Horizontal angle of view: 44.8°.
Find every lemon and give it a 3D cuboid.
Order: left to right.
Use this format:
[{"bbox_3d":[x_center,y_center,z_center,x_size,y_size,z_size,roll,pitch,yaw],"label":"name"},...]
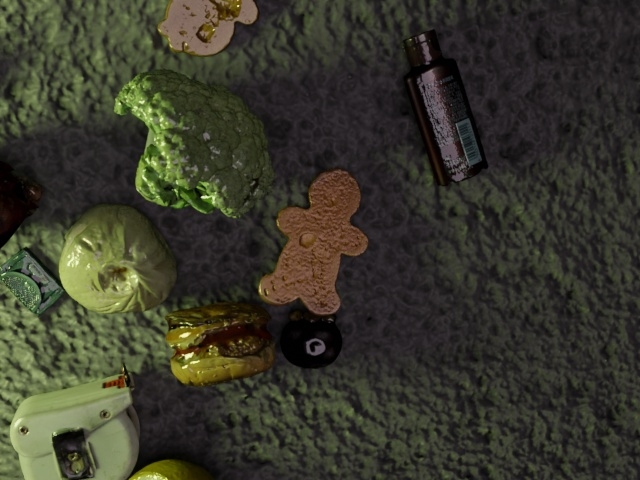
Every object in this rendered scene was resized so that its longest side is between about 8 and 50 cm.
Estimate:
[{"bbox_3d":[-0.308,0.596,1.676,0.240,0.240,0.219,-57,145,4],"label":"lemon"}]

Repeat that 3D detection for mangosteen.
[{"bbox_3d":[-0.019,0.205,1.705,0.137,0.137,0.151,5,85,-11],"label":"mangosteen"}]

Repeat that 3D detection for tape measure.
[{"bbox_3d":[-0.509,0.421,1.656,0.258,0.130,0.265,-13,104,-10],"label":"tape measure"}]

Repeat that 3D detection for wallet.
[{"bbox_3d":[-0.604,0.087,1.621,0.088,0.026,0.129,-40,105,-1],"label":"wallet"}]

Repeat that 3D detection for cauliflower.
[{"bbox_3d":[-0.228,-0.154,1.373,0.272,0.275,0.250,10,141,-42],"label":"cauliflower"}]

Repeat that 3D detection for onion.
[{"bbox_3d":[-0.668,-0.067,1.455,0.281,0.281,0.221,10,103,-12],"label":"onion"}]

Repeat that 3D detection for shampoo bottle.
[{"bbox_3d":[0.259,-0.287,1.676,0.129,0.084,0.323,-23,103,-7],"label":"shampoo bottle"}]

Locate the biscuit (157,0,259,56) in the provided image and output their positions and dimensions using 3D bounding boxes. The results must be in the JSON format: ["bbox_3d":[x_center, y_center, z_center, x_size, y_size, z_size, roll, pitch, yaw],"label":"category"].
[{"bbox_3d":[-0.218,-0.479,1.573,0.184,0.035,0.249,32,95,-14],"label":"biscuit"}]

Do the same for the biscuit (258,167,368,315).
[{"bbox_3d":[-0.001,0.000,1.682,0.205,0.049,0.324,15,87,-2],"label":"biscuit"}]

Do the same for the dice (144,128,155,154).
[{"bbox_3d":[-0.251,-0.177,1.548,0.192,0.194,0.193,10,101,-14],"label":"dice"}]

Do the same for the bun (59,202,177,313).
[{"bbox_3d":[-0.414,0.040,1.586,0.244,0.153,0.244,-2,98,-13],"label":"bun"}]

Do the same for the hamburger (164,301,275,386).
[{"bbox_3d":[-0.205,0.217,1.618,0.244,0.244,0.163,-4,92,-10],"label":"hamburger"}]
